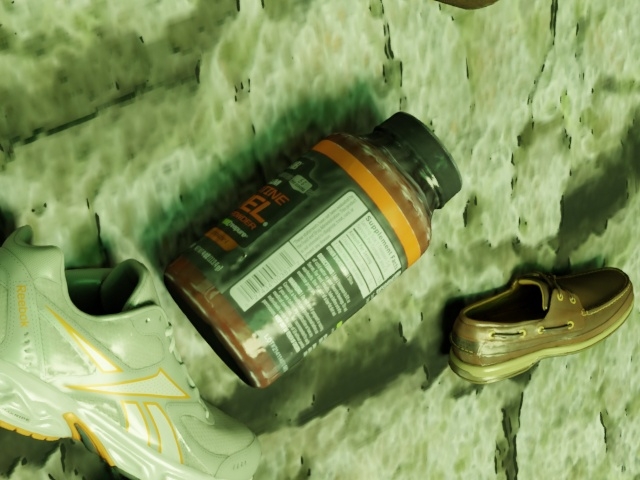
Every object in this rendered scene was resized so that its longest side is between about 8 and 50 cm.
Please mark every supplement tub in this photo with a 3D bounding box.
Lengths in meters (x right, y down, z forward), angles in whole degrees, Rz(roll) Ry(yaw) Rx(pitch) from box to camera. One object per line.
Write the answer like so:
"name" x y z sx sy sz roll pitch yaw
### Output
"supplement tub" 0.000 0.000 0.853 0.198 0.106 0.106 -40 130 -12

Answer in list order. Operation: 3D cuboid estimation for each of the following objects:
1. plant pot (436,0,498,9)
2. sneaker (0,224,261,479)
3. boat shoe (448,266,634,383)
"plant pot" -0.005 -0.245 0.674 0.230 0.215 0.215 5 111 -22
"sneaker" -0.118 0.082 0.822 0.262 0.099 0.121 33 88 -42
"boat shoe" 0.183 0.057 1.036 0.178 0.064 0.060 -20 125 -22
